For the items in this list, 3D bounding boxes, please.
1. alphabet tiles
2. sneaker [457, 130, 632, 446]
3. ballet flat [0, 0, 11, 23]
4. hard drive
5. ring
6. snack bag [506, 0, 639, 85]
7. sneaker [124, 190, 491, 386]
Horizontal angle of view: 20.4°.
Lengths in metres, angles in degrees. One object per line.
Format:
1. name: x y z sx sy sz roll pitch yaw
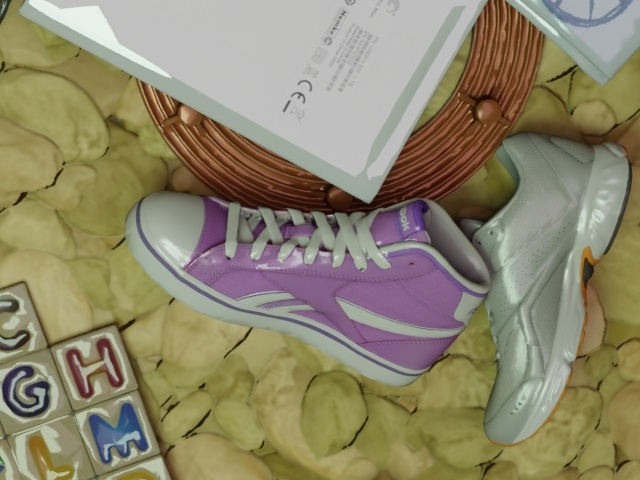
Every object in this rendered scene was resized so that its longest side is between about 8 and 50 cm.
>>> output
1. alphabet tiles: -0.263 0.221 1.452 0.285 0.011 0.342 -19 98 -3
2. sneaker: 0.159 0.034 1.453 0.121 0.099 0.262 16 92 -3
3. ballet flat: -0.266 -0.204 1.332 0.095 0.096 0.280 40 93 -18
4. hard drive: -0.046 -0.188 1.363 0.308 0.040 0.203 28 97 -12
5. ring: 0.016 -0.170 1.412 0.337 0.032 0.336 -1 102 -7
6. snack bag: 0.186 -0.336 1.306 0.342 0.037 0.323 37 103 -8
7. sneaker: 0.000 -0.001 1.382 0.282 0.102 0.161 21 134 -21
